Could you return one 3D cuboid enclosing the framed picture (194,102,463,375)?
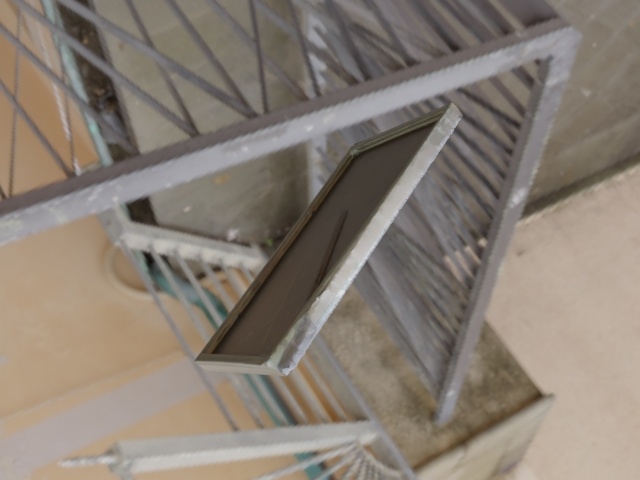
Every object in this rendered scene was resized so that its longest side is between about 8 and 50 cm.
[{"bbox_3d":[0.000,0.000,0.793,0.260,0.023,0.189,-55,-164,-20],"label":"framed picture"}]
